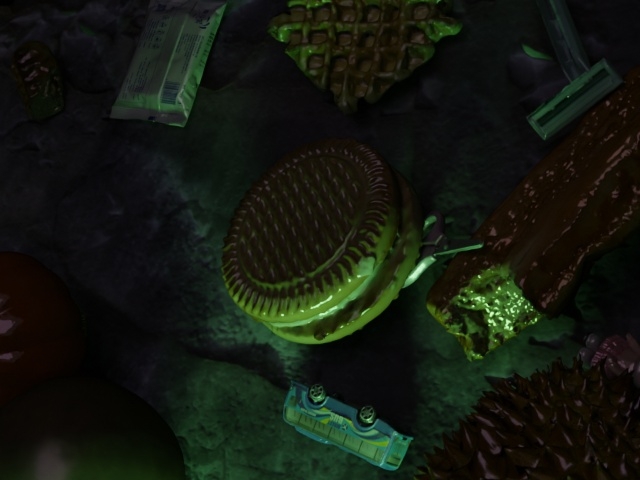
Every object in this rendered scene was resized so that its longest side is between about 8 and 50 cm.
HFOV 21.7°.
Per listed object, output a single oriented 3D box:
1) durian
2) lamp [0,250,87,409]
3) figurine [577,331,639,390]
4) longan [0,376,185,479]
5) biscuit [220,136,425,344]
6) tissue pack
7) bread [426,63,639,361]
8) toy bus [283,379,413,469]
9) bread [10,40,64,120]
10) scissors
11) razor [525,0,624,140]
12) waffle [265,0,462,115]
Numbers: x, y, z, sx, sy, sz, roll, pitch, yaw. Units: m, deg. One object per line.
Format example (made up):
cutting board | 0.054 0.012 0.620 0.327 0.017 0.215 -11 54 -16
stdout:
durian | 0.246 0.293 1.546 0.347 0.347 0.384 -46 24 2
lamp | -0.380 0.122 2.005 0.223 0.196 0.223 16 113 43
figurine | 0.332 0.128 1.724 0.129 0.054 0.072 16 61 39
longan | -0.273 0.280 1.853 0.258 0.258 0.258 -11 64 23
biscuit | 0.000 0.000 1.914 0.259 0.079 0.259 -22 49 27
tissue pack | -0.198 -0.242 2.176 0.122 0.026 0.193 10 73 30
bread | 0.276 -0.022 1.754 0.380 0.109 0.185 -47 21 3
toy bus | 0.027 0.202 1.846 0.153 0.051 0.061 20 84 33
bread | -0.381 -0.222 2.245 0.066 0.060 0.110 -52 48 35
scissors | 0.135 0.007 1.833 0.100 0.015 0.189 -63 19 -12
razor | 0.273 -0.235 1.890 0.111 0.056 0.278 -39 37 28
waffle | 0.056 -0.272 2.041 0.204 0.054 0.223 -43 58 4
